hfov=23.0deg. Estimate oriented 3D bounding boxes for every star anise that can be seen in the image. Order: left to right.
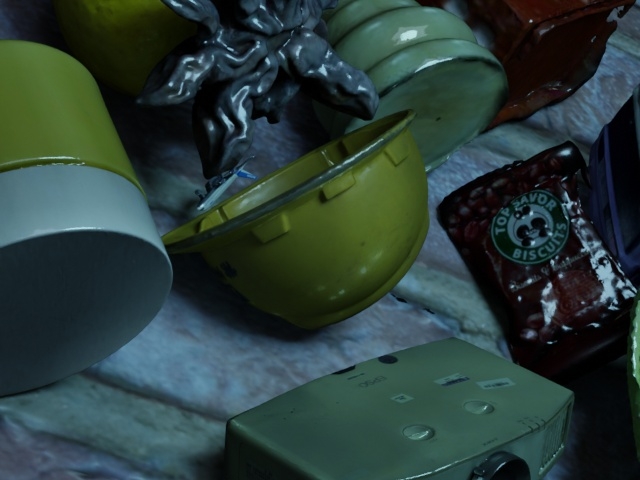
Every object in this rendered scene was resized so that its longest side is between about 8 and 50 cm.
[{"bbox_3d":[-0.050,-0.183,1.358,0.282,0.212,0.129,-28,34,-34],"label":"star anise"}]

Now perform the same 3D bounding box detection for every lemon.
[{"bbox_3d":[-0.165,-0.231,1.446,0.170,0.170,0.207,-5,58,-35],"label":"lemon"}]

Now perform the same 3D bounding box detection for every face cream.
[{"bbox_3d":[-0.241,-0.014,1.172,0.218,0.218,0.179,-4,55,-34],"label":"face cream"}]

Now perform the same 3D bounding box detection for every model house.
[{"bbox_3d":[0.180,-0.272,1.700,0.196,0.160,0.254,-23,67,-41],"label":"model house"}]

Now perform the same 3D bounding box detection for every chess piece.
[{"bbox_3d":[0.032,-0.233,1.577,0.182,0.182,0.330,-5,52,-35],"label":"chess piece"}]

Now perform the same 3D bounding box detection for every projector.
[{"bbox_3d":[0.077,0.170,1.259,0.269,0.088,0.193,-16,28,-39],"label":"projector"}]

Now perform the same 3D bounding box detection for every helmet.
[{"bbox_3d":[0.000,0.000,1.357,0.257,0.205,0.140,-32,99,-16],"label":"helmet"}]

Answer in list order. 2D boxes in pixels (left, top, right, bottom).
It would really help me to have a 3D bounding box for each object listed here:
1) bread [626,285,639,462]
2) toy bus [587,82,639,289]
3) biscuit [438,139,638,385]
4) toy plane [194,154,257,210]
[{"bbox_3d":[0.335,0.154,1.415,0.301,0.045,0.301,27,58,-53],"label":"bread"},{"bbox_3d":[0.486,-0.014,1.605,0.440,0.249,0.209,22,47,-23],"label":"toy bus"},{"bbox_3d":[0.220,0.025,1.501,0.151,0.063,0.235,-24,65,2],"label":"biscuit"},{"bbox_3d":[-0.088,-0.050,1.399,0.024,0.078,0.084,53,44,3],"label":"toy plane"}]
